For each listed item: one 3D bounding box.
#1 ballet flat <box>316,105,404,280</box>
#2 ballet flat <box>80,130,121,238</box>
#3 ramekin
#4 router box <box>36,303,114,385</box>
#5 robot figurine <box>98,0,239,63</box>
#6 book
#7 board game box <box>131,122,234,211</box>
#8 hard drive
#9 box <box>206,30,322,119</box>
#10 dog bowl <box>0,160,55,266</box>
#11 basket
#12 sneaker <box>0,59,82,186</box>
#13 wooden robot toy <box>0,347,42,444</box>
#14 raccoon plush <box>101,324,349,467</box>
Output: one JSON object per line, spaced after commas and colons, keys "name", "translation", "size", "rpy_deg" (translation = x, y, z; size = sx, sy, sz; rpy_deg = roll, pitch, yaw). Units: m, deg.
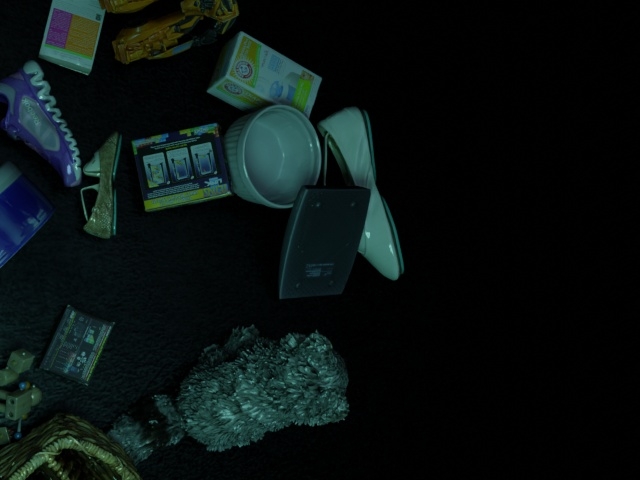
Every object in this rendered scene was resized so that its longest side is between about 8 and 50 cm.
{"name": "ballet flat", "translation": [0.076, -0.097, 1.611], "size": [0.139, 0.139, 0.400], "rpy_deg": [-10, 84, -31]}
{"name": "ballet flat", "translation": [-0.408, -0.107, 1.347], "size": [0.067, 0.073, 0.206], "rpy_deg": [4, 77, -16]}
{"name": "ramekin", "translation": [-0.108, -0.168, 1.485], "size": [0.207, 0.109, 0.207], "rpy_deg": [-2, 93, -42]}
{"name": "router box", "translation": [-0.438, 0.187, 1.302], "size": [0.092, 0.038, 0.122], "rpy_deg": [28, 70, -24]}
{"name": "robot figurine", "translation": [-0.280, -0.461, 1.425], "size": [0.291, 0.085, 0.211], "rpy_deg": [-30, 132, -24]}
{"name": "book", "translation": [-0.467, -0.398, 1.373], "size": [0.096, 0.035, 0.144], "rpy_deg": [15, 75, -25]}
{"name": "board game box", "translation": [-0.263, -0.139, 1.401], "size": [0.170, 0.048, 0.141], "rpy_deg": [-11, 90, 1]}
{"name": "hard drive", "translation": [0.000, 0.000, 1.510], "size": [0.172, 0.054, 0.254], "rpy_deg": [-2, 121, -31]}
{"name": "box", "translation": [-0.118, -0.328, 1.527], "size": [0.203, 0.103, 0.114], "rpy_deg": [25, 70, -25]}
{"name": "dog bowl", "translation": [-0.546, 0.002, 1.132], "size": [0.104, 0.265, 0.265], "rpy_deg": [48, 63, -19]}
{"name": "basket", "translation": [-0.381, 0.450, 1.151], "size": [0.213, 0.223, 0.299], "rpy_deg": [-32, 106, -10]}
{"name": "sneaker", "translation": [-0.505, -0.196, 1.292], "size": [0.104, 0.095, 0.236], "rpy_deg": [-27, 92, -24]}
{"name": "wooden robot toy", "translation": [-0.512, 0.260, 1.240], "size": [0.079, 0.076, 0.173], "rpy_deg": [-22, 124, -68]}
{"name": "raccoon plush", "translation": [-0.145, 0.319, 1.305], "size": [0.446, 0.299, 0.216], "rpy_deg": [-38, 103, -29]}
